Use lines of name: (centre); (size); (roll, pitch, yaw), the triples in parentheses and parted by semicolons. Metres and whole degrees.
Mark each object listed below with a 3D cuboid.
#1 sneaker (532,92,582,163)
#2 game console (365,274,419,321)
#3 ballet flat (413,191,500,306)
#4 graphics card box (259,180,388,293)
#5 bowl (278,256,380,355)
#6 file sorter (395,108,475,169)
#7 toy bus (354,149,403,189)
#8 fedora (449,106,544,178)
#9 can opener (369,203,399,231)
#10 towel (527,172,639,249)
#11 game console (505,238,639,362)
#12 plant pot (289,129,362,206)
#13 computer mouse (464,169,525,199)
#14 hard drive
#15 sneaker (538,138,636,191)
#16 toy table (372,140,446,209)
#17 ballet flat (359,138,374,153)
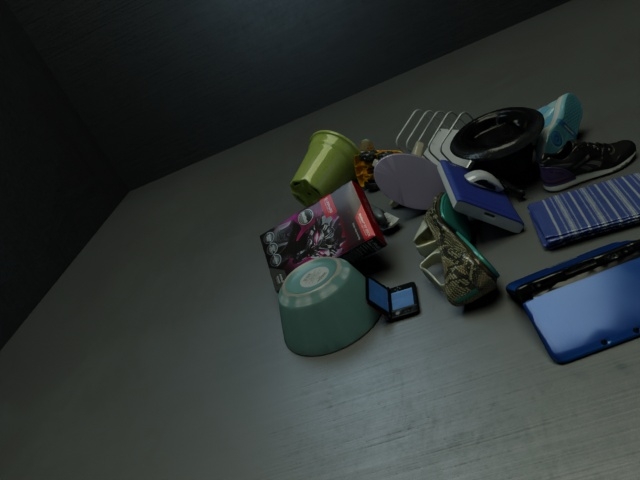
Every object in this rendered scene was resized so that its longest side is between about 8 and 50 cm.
sneaker: (0.757, -0.346, 1.921); (0.208, 0.127, 0.319); (-20, 32, 56)
game console: (0.195, 0.143, 1.531); (0.124, 0.085, 0.144); (-19, 27, 14)
ballet flat: (0.350, 0.018, 1.572); (0.182, 0.164, 0.482); (-40, 22, 19)
graphics card box: (0.000, 0.000, 1.780); (0.371, 0.094, 0.232); (-30, 56, 16)
bowl: (0.003, 0.161, 1.592); (0.312, 0.163, 0.311); (-22, 26, 11)
file sorter: (0.451, -0.375, 2.108); (0.192, 0.173, 0.278); (-57, 32, -5)
toy bus: (0.281, -0.301, 2.265); (0.212, 0.149, 0.220); (-25, 22, -37)
fedora: (0.594, -0.306, 1.855); (0.334, 0.152, 0.334); (-23, 26, 12)
can opener: (0.192, -0.097, 2.001); (0.074, 0.093, 0.280); (-32, 21, -9)
towel: (0.749, -0.086, 1.515); (0.336, 0.040, 0.243); (-16, 25, 16)
game console: (0.597, 0.128, 1.249); (0.293, 0.173, 0.250); (-22, -6, 8)
plant pot: (0.010, -0.271, 2.341); (0.276, 0.276, 0.253); (3, 50, 46)
computer mouse: (0.534, -0.182, 1.731); (0.193, 0.042, 0.106); (12, 31, -22)
hard drive: (0.478, -0.143, 1.712); (0.210, 0.040, 0.318); (19, 27, -8)
sneaker: (0.796, -0.253, 1.674); (0.284, 0.124, 0.107); (-24, 26, 5)
toy table: (0.312, -0.216, 1.965); (0.252, 0.274, 0.161); (-56, 9, 15)
ballet flat: (0.191, -0.343, 2.382); (0.073, 0.206, 0.067); (17, 64, 15)
